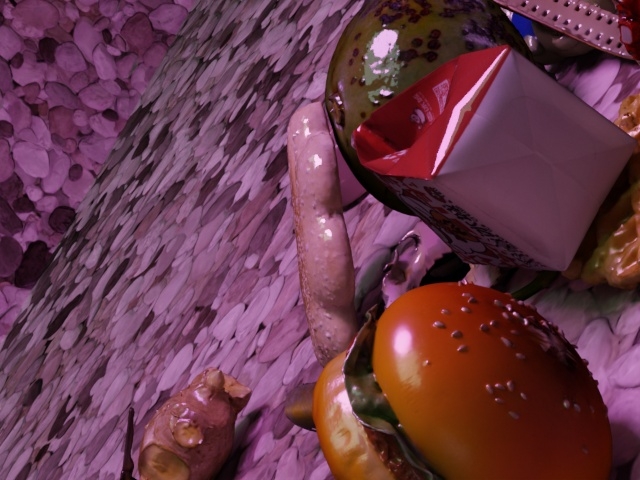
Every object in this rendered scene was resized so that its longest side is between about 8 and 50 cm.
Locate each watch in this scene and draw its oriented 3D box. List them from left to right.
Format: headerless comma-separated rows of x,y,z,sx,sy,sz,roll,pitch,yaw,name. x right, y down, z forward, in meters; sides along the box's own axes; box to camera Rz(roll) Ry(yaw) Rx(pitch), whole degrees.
0.256,-0.258,1.757,0.268,0.165,0.102,27,78,36,watch

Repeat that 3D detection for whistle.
0.066,0.153,1.719,0.326,0.068,0.057,-21,71,60,whistle
0.260,-0.247,1.947,0.105,0.085,0.227,-47,15,-12,whistle

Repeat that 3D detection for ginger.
-0.152,0.232,2.046,0.216,0.102,0.157,-61,-8,34,ginger

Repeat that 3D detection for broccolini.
0.134,0.071,1.634,0.194,0.054,0.052,-26,-18,-11,broccolini

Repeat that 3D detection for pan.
-0.230,0.318,2.086,0.128,0.048,0.202,-88,12,-57,pan

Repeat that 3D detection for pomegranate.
0.132,-0.151,1.859,0.254,0.270,0.254,12,104,59,pomegranate

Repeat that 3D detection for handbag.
0.140,-0.077,1.617,0.151,0.171,0.298,-59,18,-8,handbag

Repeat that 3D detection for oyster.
0.123,0.049,1.751,0.133,0.072,0.209,-17,39,10,oyster

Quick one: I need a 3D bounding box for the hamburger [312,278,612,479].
0.121,0.136,1.322,0.170,0.246,0.246,-44,19,22,hamburger

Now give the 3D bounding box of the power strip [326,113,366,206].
0.040,-0.122,2.288,0.154,0.078,0.154,-44,18,18,power strip

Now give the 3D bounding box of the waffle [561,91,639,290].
0.328,-0.087,1.498,0.307,0.060,0.312,-23,37,58,waffle

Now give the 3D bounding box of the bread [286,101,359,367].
0.000,0.000,1.883,0.316,0.054,0.316,174,90,-86,bread
